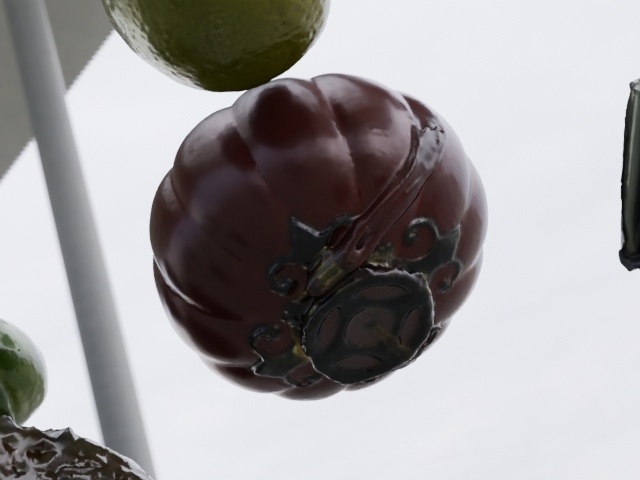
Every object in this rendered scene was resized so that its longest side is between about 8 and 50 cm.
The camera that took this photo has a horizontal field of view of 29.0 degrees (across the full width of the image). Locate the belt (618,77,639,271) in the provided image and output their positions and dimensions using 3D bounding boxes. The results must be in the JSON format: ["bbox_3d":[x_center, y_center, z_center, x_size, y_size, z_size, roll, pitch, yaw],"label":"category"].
[{"bbox_3d":[0.245,-0.042,0.652,0.230,0.140,0.126,-43,-36,-45],"label":"belt"}]

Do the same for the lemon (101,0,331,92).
[{"bbox_3d":[-0.084,-0.216,0.941,0.184,0.184,0.248,-18,-38,-1],"label":"lemon"}]

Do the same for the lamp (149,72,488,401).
[{"bbox_3d":[0.000,0.000,1.088,0.303,0.257,0.303,-11,-51,-14],"label":"lamp"}]

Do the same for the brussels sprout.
[{"bbox_3d":[-0.335,0.135,1.176,0.146,0.131,0.183,8,-25,25],"label":"brussels sprout"}]

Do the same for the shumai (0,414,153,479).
[{"bbox_3d":[-0.322,0.310,1.107,0.346,0.217,0.283,-8,-26,-31],"label":"shumai"}]
